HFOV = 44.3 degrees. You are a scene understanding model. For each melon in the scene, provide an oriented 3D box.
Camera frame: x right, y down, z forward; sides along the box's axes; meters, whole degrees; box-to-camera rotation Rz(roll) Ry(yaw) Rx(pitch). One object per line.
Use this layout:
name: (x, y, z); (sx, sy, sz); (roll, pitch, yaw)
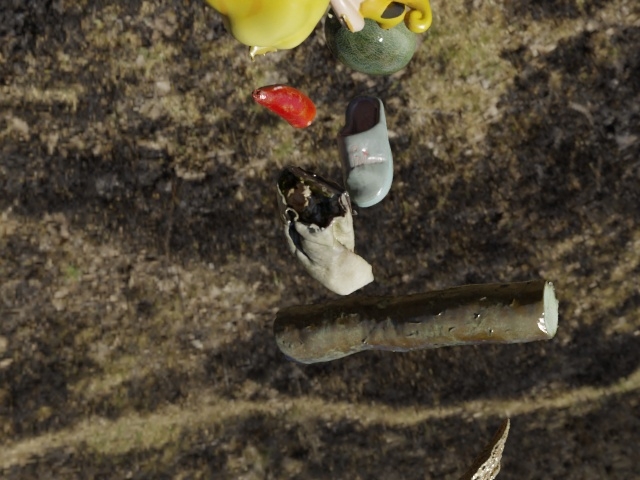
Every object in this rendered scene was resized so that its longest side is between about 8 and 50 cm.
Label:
melon: (0.073, -0.315, 1.208); (0.167, 0.114, 0.114); (13, 138, -40)

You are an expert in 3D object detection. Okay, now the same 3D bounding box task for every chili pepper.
chili pepper: (-0.061, -0.270, 1.572); (0.071, 0.063, 0.272); (-66, 159, 5)

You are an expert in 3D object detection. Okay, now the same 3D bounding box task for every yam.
yam: (0.083, 0.073, 0.706); (0.252, 0.061, 0.061); (-8, 149, 18)

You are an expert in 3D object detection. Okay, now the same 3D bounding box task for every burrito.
burrito: (0.002, 0.002, 1.712); (0.190, 0.135, 0.332); (22, 153, 27)

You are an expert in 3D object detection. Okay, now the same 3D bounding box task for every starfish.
starfish: (0.198, 0.438, 1.144); (0.094, 0.375, 0.327); (21, -178, 11)

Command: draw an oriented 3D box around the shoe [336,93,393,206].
shoe: (0.086, -0.199, 1.643); (0.103, 0.251, 0.100); (-9, 162, 24)

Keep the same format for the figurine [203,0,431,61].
figurine: (-0.014, -0.227, 0.656); (0.246, 0.131, 0.156); (-7, 105, -43)
